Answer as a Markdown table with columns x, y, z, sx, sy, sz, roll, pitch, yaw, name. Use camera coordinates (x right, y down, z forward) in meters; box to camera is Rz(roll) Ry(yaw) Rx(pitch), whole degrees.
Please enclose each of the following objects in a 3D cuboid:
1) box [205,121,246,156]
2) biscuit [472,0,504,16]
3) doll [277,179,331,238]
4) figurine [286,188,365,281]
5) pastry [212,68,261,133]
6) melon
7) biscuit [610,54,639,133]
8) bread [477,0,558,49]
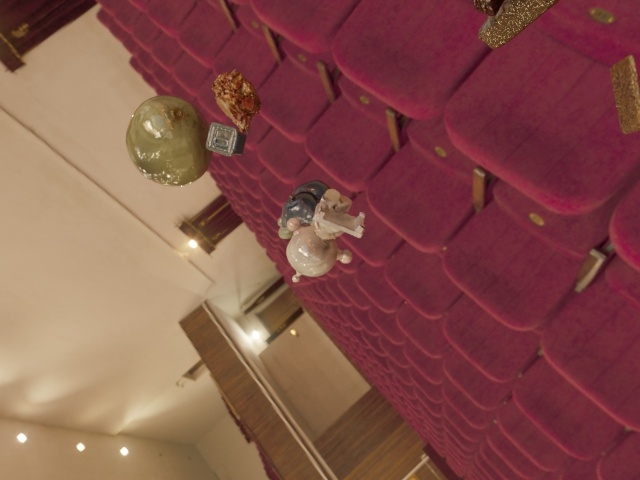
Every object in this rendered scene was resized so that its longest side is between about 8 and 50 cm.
| x | y | z | sx | sy | sz | roll | pitch | yaw | name |
| --- | --- | --- | --- | --- | --- | --- | --- | --- | --- |
| -0.243 | -0.260 | 1.240 | 0.099 | 0.074 | 0.054 | 21 | -170 | 28 | box |
| 0.558 | -0.838 | 1.340 | 0.073 | 0.388 | 0.107 | 35 | -166 | 22 | biscuit |
| -0.051 | -0.126 | 1.752 | 0.154 | 0.228 | 0.258 | 65 | -155 | -13 | doll |
| 0.005 | 0.007 | 1.253 | 0.182 | 0.256 | 0.144 | 11 | -143 | -27 | figurine |
| -0.121 | -0.212 | 0.712 | 0.087 | 0.063 | 0.169 | 52 | 179 | -19 | pastry |
| -0.447 | -0.292 | 1.417 | 0.272 | 0.272 | 0.308 | 46 | 159 | 26 | melon |
| 0.963 | -0.455 | 1.495 | 0.131 | 0.025 | 0.231 | -21 | -81 | -81 | biscuit |
| 0.642 | -0.742 | 1.459 | 0.113 | 0.165 | 0.416 | 38 | 178 | -6 | bread |
